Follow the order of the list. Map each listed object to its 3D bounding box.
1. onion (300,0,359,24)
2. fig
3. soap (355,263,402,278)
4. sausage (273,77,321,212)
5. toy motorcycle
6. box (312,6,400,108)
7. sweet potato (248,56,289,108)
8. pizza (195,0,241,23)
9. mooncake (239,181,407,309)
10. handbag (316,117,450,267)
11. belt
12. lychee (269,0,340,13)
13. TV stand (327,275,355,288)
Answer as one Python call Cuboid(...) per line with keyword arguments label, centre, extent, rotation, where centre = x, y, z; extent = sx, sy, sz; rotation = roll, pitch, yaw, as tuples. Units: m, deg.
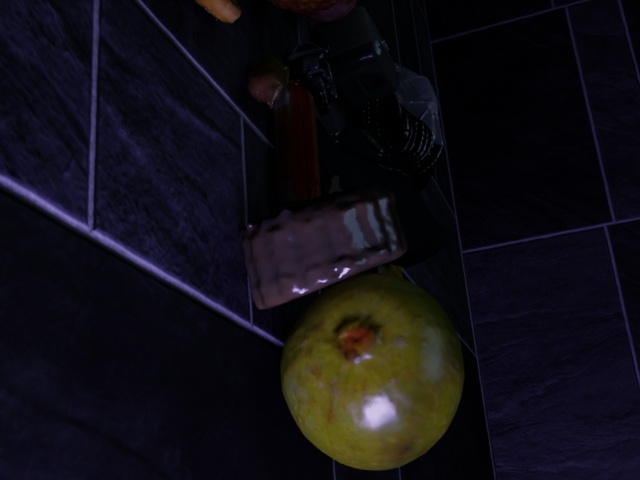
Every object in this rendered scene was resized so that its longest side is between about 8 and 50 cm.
Cuboid(label="onion", centre=(-0.013, -0.488, 1.589), extent=(0.195, 0.159, 0.159), rotation=(-1, 78, -43))
Cuboid(label="fig", centre=(0.080, 0.207, 1.215), extent=(0.326, 0.258, 0.258), rotation=(77, 11, -51))
Cuboid(label="soap", centre=(0.105, 0.023, 1.705), extent=(0.160, 0.080, 0.257), rotation=(38, 44, -64))
Cuboid(label="sausage", centre=(-0.038, -0.156, 1.368), extent=(0.083, 0.083, 0.264), rotation=(51, 31, -57))
Cuboid(label="toy motorcycle", centre=(-0.008, -0.289, 1.507), extent=(0.215, 0.080, 0.122), rotation=(-108, -178, -75))
Cuboid(label="box", centre=(0.075, -0.378, 1.777), extent=(0.210, 0.148, 0.129), rotation=(37, 35, -68))
Cuboid(label="sweet potato", centre=(-0.079, -0.260, 1.340), extent=(0.226, 0.068, 0.068), rotation=(-83, 157, -67))
Cuboid(label="pizza", centre=(-0.147, -0.413, 1.208), extent=(0.147, 0.069, 0.226), rotation=(52, 31, -51))
Cuboid(label="mooncake", centre=(0.000, 0.000, 1.147), extent=(0.124, 0.228, 0.228), rotation=(70, 17, 1))
Cuboid(label="handbag", centre=(0.068, -0.087, 1.521), extent=(0.342, 0.152, 0.288), rotation=(0, 64, -58))
Cuboid(label="belt", centre=(0.174, -0.255, 1.898), extent=(0.164, 0.184, 0.289), rotation=(84, 0, -70))
Cuboid(label="lychee", centre=(-0.024, -0.504, 1.389), extent=(0.260, 0.260, 0.260), rotation=(-12, 90, -73))
Cuboid(label="TV stand", centre=(0.067, 0.175, 1.533), extent=(0.040, 0.049, 0.256), rotation=(-60, 136, -64))
